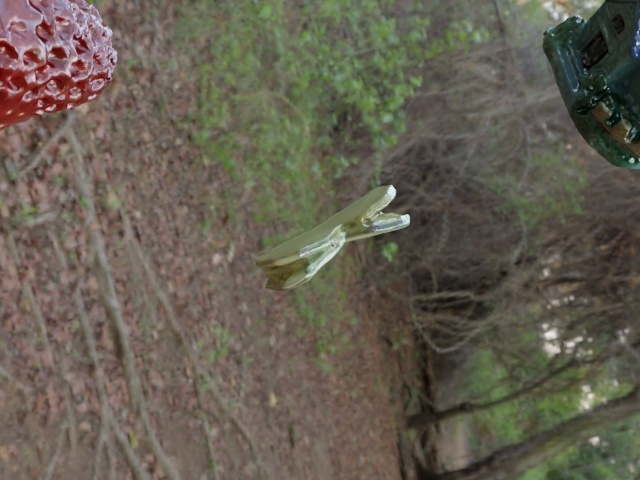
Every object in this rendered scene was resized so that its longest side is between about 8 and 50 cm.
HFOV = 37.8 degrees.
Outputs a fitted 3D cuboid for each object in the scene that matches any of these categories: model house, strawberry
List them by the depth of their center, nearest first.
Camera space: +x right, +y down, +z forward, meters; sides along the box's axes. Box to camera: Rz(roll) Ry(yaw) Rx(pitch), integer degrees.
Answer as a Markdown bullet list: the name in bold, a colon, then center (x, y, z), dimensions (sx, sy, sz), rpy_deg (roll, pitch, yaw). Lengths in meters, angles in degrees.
- **model house**: center (0.279, -0.154, 0.755), dimensions (0.148, 0.120, 0.148), rpy_deg (125, -46, -60)
- **strawberry**: center (-0.431, -0.294, 1.261), dimensions (0.317, 0.345, 0.295), rpy_deg (34, -63, 42)

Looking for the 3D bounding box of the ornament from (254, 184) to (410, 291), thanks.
- **ornament**: center (0.000, 0.000, 1.196), dimensions (0.180, 0.201, 0.059), rpy_deg (-6, -70, 64)
